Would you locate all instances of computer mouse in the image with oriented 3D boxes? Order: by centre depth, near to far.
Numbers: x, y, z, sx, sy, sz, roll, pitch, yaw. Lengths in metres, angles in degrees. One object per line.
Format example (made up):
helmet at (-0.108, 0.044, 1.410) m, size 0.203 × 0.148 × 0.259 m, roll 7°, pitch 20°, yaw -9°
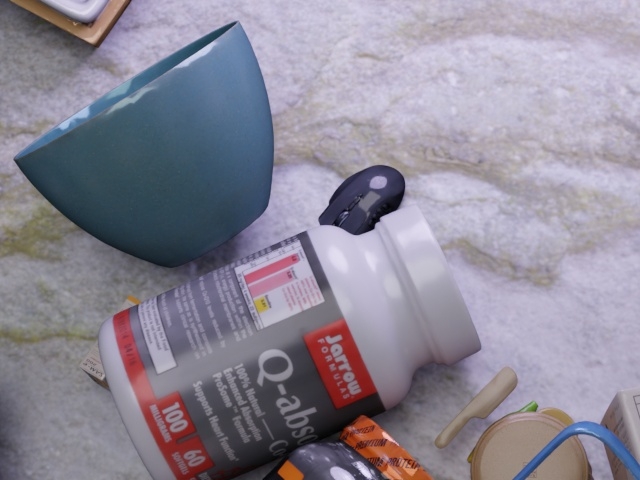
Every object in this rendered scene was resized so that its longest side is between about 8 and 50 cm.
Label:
computer mouse at (0.000, 0.000, 1.873) m, size 0.242 × 0.041 × 0.071 m, roll -44°, pitch 68°, yaw -8°

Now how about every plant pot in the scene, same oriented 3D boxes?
plant pot at (-0.164, -0.086, 1.840) m, size 0.290 × 0.290 × 0.195 m, roll -32°, pitch 101°, yaw -3°

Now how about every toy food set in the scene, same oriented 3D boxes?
toy food set at (0.223, 0.239, 1.740) m, size 0.132 × 0.038 × 0.192 m, roll -43°, pitch 78°, yaw -2°

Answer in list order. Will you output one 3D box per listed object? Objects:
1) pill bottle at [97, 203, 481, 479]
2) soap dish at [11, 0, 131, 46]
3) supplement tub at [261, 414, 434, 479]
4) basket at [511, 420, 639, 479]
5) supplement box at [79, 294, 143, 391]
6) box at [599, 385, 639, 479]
pill bottle at (-0.031, 0.109, 1.741) m, size 0.363 × 0.210 × 0.210 m, roll -24°, pitch 66°, yaw 1°
soap dish at (-0.329, -0.383, 2.036) m, size 0.291 × 0.118 × 0.229 m, roll 29°, pitch 76°, yaw 13°
supplement tub at (-0.024, 0.346, 1.645) m, size 0.338 × 0.207 × 0.207 m, roll -43°, pitch 67°, yaw -9°
basket at (0.219, 0.332, 1.490) m, size 0.289 × 0.201 × 0.255 m, roll -42°, pitch 87°, yaw 25°
supplement box at (-0.221, 0.118, 1.855) m, size 0.036 × 0.062 × 0.098 m, roll 30°, pitch 76°, yaw 19°
box at (0.388, 0.295, 1.622) m, size 0.148 × 0.121 × 0.311 m, roll -9°, pitch 66°, yaw -5°
